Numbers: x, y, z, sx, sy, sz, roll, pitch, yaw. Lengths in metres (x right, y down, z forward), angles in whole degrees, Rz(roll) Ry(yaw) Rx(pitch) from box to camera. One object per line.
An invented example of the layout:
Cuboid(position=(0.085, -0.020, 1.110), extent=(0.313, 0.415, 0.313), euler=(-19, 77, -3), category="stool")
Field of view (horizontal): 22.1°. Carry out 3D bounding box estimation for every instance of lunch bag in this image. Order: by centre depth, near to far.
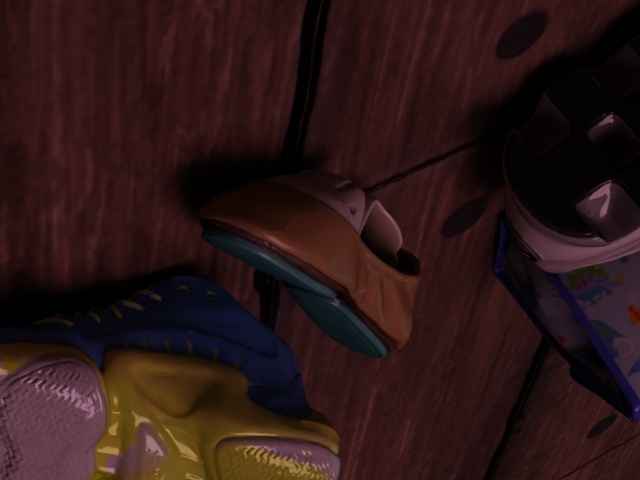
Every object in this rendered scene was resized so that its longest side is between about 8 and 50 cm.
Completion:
Cuboid(position=(0.206, 0.028, 1.062), extent=(0.129, 0.151, 0.096), euler=(-31, 153, -14), category="lunch bag")

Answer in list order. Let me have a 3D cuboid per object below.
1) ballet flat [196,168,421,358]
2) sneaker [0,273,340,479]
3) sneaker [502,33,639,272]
Cuboid(position=(0.000, 0.000, 0.874), extent=(0.073, 0.080, 0.232), euler=(-64, 158, -8), category="ballet flat")
Cuboid(position=(-0.106, 0.069, 0.828), extent=(0.240, 0.126, 0.091), euler=(20, 125, -25), category="sneaker")
Cuboid(position=(0.247, -0.088, 0.984), extent=(0.330, 0.122, 0.146), euler=(-28, 162, -7), category="sneaker")
